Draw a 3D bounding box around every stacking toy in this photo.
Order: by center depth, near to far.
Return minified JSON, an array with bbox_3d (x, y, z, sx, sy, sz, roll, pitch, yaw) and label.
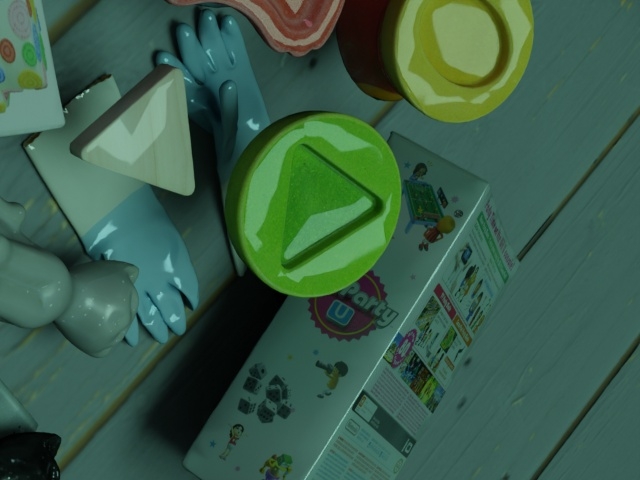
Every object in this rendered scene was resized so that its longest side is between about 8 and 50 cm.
[{"bbox_3d":[-0.035,-0.129,1.077,0.309,0.130,0.279,31,88,-34],"label":"stacking toy"}]

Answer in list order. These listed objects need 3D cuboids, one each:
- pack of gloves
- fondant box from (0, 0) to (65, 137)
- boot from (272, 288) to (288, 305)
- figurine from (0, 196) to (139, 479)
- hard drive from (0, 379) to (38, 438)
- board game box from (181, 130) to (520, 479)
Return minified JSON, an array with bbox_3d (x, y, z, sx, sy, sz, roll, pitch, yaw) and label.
[{"bbox_3d":[-0.091,-0.037,1.122,0.195,0.046,0.232,-46,137,-27],"label":"pack of gloves"},{"bbox_3d":[-0.265,-0.148,0.689,0.330,0.096,0.238,-18,99,-62],"label":"fondant box"},{"bbox_3d":[0.000,0.000,1.232,0.099,0.045,0.121,-50,157,-19],"label":"boot"},{"bbox_3d":[-0.206,0.083,0.987,0.209,0.092,0.214,32,82,-59],"label":"figurine"},{"bbox_3d":[-0.254,0.118,1.024,0.094,0.022,0.135,-50,138,-21],"label":"hard drive"},{"bbox_3d":[0.037,0.094,1.246,0.303,0.097,0.224,-57,160,-8],"label":"board game box"}]
